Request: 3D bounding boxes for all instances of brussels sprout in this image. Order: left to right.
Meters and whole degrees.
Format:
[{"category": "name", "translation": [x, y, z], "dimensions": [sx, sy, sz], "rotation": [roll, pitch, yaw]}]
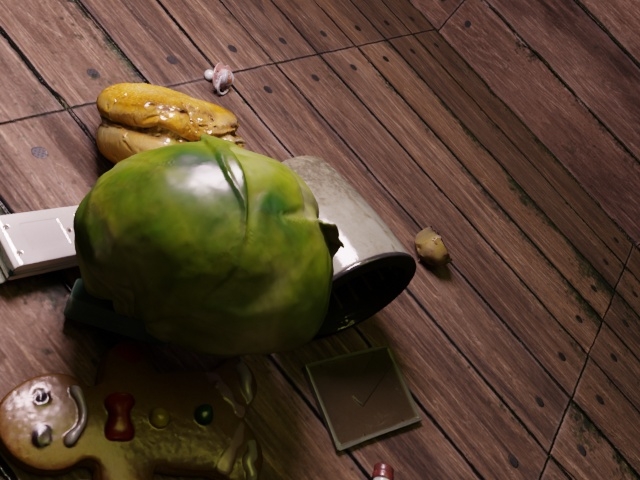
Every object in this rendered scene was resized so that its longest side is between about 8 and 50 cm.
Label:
[{"category": "brussels sprout", "translation": [-0.175, -0.002, 0.947], "dimensions": [0.425, 0.361, 0.343], "rotation": [19, 70, 4]}]

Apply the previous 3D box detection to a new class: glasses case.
[{"category": "glasses case", "translation": [-0.346, 0.127, 1.047], "dimensions": [0.184, 0.039, 0.078], "rotation": [22, 18, -20]}]

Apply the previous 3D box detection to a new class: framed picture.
[{"category": "framed picture", "translation": [0.095, 0.329, 1.285], "dimensions": [0.259, 0.023, 0.189], "rotation": [-3, 59, -42]}]

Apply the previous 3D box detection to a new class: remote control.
[{"category": "remote control", "translation": [-0.443, -0.007, 1.080], "dimensions": [0.277, 0.055, 0.103], "rotation": [-16, 68, -52]}]

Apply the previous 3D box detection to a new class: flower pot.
[{"category": "flower pot", "translation": [0.000, 0.000, 1.290], "dimensions": [0.293, 0.294, 0.330], "rotation": [-5, 55, -42]}]

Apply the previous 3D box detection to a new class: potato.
[{"category": "potato", "translation": [0.308, 0.027, 1.699], "dimensions": [0.101, 0.089, 0.172], "rotation": [60, 5, -12]}]

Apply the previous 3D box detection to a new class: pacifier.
[{"category": "pacifier", "translation": [-0.278, -0.436, 1.609], "dimensions": [0.078, 0.082, 0.099], "rotation": [16, 10, 15]}]

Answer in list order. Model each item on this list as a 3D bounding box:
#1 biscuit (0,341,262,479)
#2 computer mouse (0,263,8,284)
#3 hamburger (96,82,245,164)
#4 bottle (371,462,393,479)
[{"category": "biscuit", "translation": [-0.284, 0.292, 0.965], "dimensions": [0.431, 0.064, 0.283], "rotation": [14, 48, -31]}, {"category": "computer mouse", "translation": [-0.551, 0.032, 0.988], "dimensions": [0.056, 0.032, 0.110], "rotation": [18, 39, -51]}, {"category": "hamburger", "translation": [-0.306, -0.222, 1.244], "dimensions": [0.314, 0.170, 0.289], "rotation": [25, 23, 39]}, {"category": "bottle", "translation": [0.101, 0.518, 1.066], "dimensions": [0.104, 0.104, 0.245], "rotation": [31, 42, -16]}]
